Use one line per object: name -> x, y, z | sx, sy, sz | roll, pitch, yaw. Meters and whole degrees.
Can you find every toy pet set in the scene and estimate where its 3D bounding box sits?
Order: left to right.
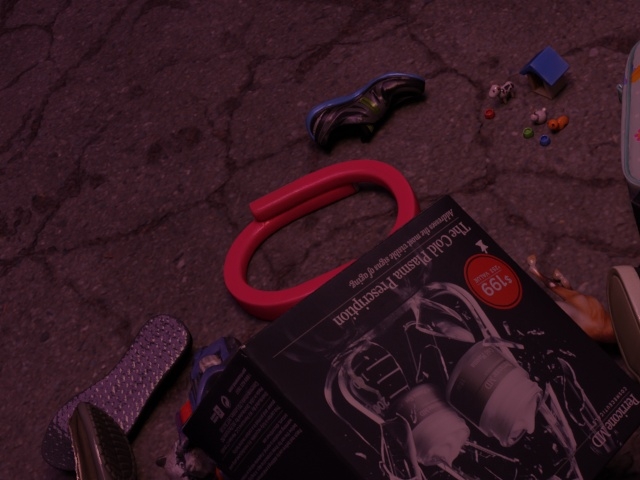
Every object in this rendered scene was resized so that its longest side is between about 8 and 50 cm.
toy pet set -> 0.299, -0.210, 1.744 | 0.114, 0.065, 0.122 | -45, 48, -15

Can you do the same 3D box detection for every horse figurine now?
horse figurine -> 0.258, 0.083, 1.453 | 0.263, 0.066, 0.174 | -4, 36, -32

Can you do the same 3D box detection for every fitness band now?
fitness band -> 0.000, 0.000, 1.724 | 0.291, 0.054, 0.209 | -25, 48, 6

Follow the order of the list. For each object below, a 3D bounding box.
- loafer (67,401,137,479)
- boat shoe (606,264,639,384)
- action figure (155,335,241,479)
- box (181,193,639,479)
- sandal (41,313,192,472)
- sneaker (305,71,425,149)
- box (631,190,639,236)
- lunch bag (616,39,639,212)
loafer -> -0.275, 0.315, 1.535 | 0.087, 0.094, 0.251 | -29, 57, 11
boat shoe -> 0.407, 0.170, 1.319 | 0.113, 0.127, 0.340 | -10, 55, -5
action figure -> -0.041, 0.218, 1.472 | 0.330, 0.178, 0.341 | -29, 20, 7
box -> 0.103, 0.175, 1.241 | 0.312, 0.179, 0.343 | 46, 48, 9
sandal -> -0.262, 0.213, 1.663 | 0.097, 0.054, 0.254 | 39, 74, 19
sneaker -> 0.072, -0.189, 1.850 | 0.188, 0.067, 0.078 | -25, 66, 2
box -> 0.452, 0.006, 1.415 | 0.093, 0.158, 0.156 | -43, 46, -14
lunch bag -> 0.486, -0.150, 1.570 | 0.224, 0.108, 0.279 | -7, 49, 25
